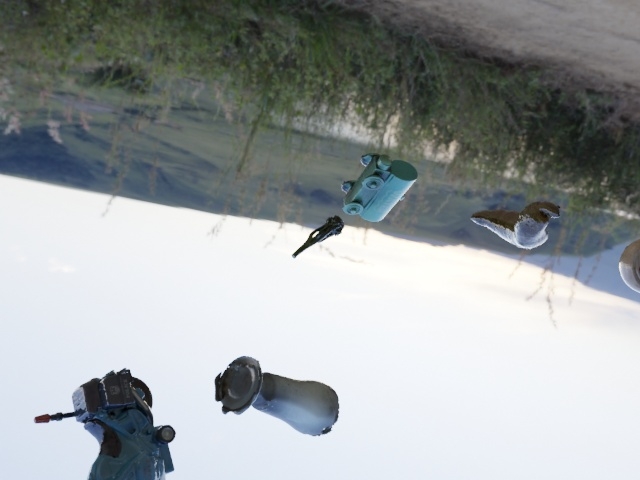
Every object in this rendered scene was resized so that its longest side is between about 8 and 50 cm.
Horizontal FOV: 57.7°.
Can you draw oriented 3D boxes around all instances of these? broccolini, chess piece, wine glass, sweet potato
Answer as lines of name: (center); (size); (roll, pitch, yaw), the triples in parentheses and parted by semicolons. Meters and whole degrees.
broccolini: (-0.012, -0.016, 1.797); (0.203, 0.068, 0.091); (-28, -176, -28)
chess piece: (0.478, 0.037, 0.842); (0.084, 0.083, 0.038); (13, -178, 1)
wine glass: (-0.048, 0.186, 0.686); (0.072, 0.072, 0.155); (19, 170, 44)
sweet potato: (0.496, -0.035, 1.436); (0.124, 0.098, 0.310); (48, 172, -10)

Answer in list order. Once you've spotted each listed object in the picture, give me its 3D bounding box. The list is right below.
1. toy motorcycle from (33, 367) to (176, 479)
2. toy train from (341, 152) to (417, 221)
toy motorcycle: (-0.313, 0.330, 0.876); (0.124, 0.272, 0.182); (-36, 155, 35)
toy train: (0.154, -0.138, 1.563); (0.159, 0.101, 0.248); (14, 147, -17)
